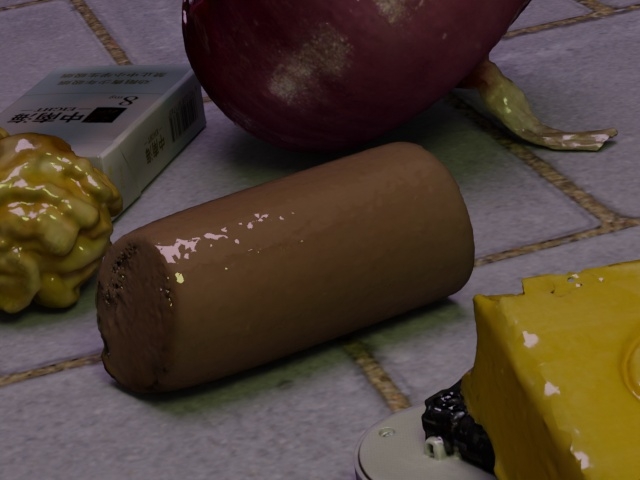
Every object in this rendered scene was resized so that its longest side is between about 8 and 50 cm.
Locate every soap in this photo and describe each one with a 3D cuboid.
[{"bbox_3d":[0.250,0.088,0.879,0.324,0.096,0.204,-9,40,-14],"label":"soap"}]

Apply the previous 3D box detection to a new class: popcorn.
[{"bbox_3d":[-0.255,-0.018,1.296,0.194,0.163,0.140,28,52,3],"label":"popcorn"}]

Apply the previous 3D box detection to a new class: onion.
[{"bbox_3d":[0.050,-0.209,1.473,0.358,0.345,0.358,-16,9,3],"label":"onion"}]

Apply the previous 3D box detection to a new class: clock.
[{"bbox_3d":[0.124,0.114,0.978,0.198,0.064,0.172,-27,30,-35],"label":"clock"}]

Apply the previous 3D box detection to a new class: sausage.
[{"bbox_3d":[-0.029,0.020,1.161,0.253,0.123,0.123,-20,27,-25],"label":"sausage"}]

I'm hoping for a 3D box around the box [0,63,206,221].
[{"bbox_3d":[-0.217,-0.091,1.526,0.155,0.067,0.243,0,25,19],"label":"box"}]
